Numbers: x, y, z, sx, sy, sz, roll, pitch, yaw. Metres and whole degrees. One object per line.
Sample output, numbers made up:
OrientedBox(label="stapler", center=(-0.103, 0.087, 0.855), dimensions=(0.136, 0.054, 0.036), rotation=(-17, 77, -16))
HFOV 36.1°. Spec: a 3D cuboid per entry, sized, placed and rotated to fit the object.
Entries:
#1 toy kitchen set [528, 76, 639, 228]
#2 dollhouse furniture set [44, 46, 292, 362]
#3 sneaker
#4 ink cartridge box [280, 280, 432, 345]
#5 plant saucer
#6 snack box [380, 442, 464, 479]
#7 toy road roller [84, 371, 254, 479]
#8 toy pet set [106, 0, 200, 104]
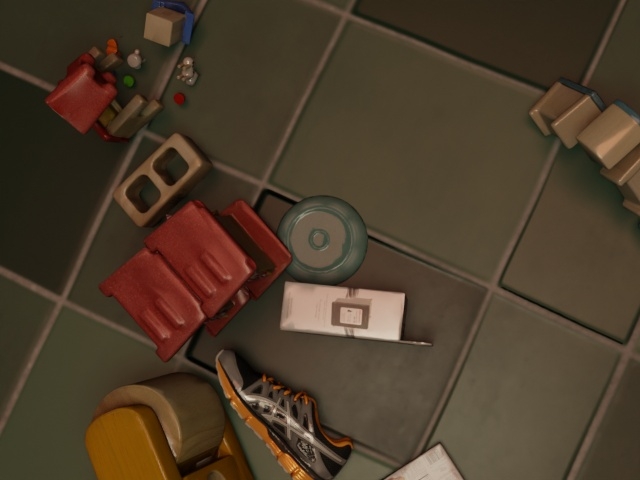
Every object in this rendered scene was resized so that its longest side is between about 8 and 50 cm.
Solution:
OrientedBox(label="toy kitchen set", center=(0.382, -0.106, 1.192), dimensions=(0.122, 0.166, 0.207), rotation=(-42, 117, 2))
OrientedBox(label="dollhouse furniture set", center=(-0.219, -0.056, 1.179), dimensions=(0.152, 0.201, 0.374), rotation=(-43, 83, 10))
OrientedBox(label="sneaker", center=(-0.048, 0.210, 1.208), dimensions=(0.083, 0.084, 0.215), rotation=(-41, 90, -1))
OrientedBox(label="ink cartridge box", center=(0.049, 0.090, 1.192), dimensions=(0.180, 0.104, 0.060), rotation=(5, 84, 7))
OrientedBox(label="plant saucer", center=(0.000, 0.000, 1.249), dimensions=(0.119, 0.021, 0.119), rotation=(-1, 85, 7))
OrientedBox(label="snack box", center=(0.089, 0.322, 1.204), dimensions=(0.178, 0.022, 0.064), rotation=(-33, 82, 3))
OrientedBox(label="toy road roller", center=(-0.206, 0.341, 1.157), dimensions=(0.241, 0.202, 0.329), rotation=(-23, 82, 16))
OrientedBox(label="toy pet set", center=(-0.211, -0.256, 1.296), dimensions=(0.122, 0.065, 0.114), rotation=(22, 122, 12))
